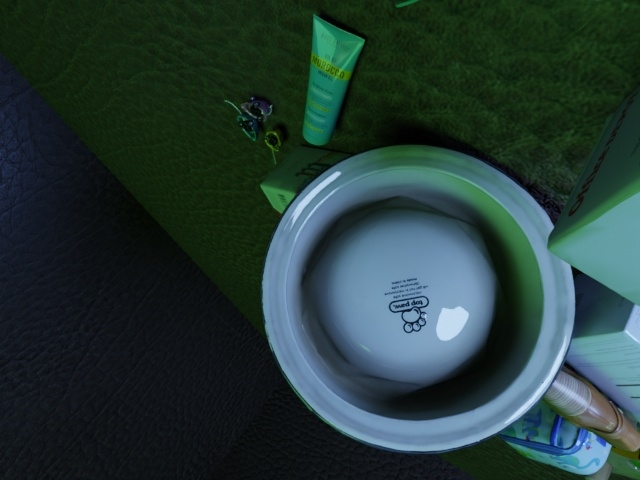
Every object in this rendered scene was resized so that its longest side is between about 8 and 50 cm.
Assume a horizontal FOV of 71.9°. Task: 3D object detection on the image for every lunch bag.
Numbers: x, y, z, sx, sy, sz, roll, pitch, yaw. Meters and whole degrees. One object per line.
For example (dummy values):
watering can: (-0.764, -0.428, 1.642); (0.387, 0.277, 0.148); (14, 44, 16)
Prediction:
lunch bag: (0.408, 0.264, 0.746); (0.090, 0.218, 0.176); (40, 157, -13)

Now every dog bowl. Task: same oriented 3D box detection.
dog bowl: (0.126, 0.075, 0.647); (0.408, 0.407, 0.150); (36, 174, 11)

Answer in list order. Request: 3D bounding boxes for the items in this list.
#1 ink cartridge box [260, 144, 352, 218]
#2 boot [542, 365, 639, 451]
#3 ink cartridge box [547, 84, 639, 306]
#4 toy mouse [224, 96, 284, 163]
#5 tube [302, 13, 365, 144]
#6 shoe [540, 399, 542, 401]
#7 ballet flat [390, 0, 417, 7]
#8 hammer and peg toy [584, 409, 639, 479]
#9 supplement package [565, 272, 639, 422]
ink cartridge box: (0.006, -0.085, 0.840); (0.176, 0.127, 0.128); (20, 150, 40)
boot: (0.346, 0.215, 0.642); (0.153, 0.072, 0.197); (35, -170, -3)
ink cartridge box: (0.302, -0.092, 0.269); (0.122, 0.211, 0.289); (34, 158, 10)
toy mouse: (-0.127, -0.243, 0.879); (0.143, 0.031, 0.161); (38, 157, 4)
tube: (0.010, -0.234, 0.675); (0.080, 0.052, 0.207); (27, 149, 6)
shoe: (0.325, 0.215, 0.778); (0.058, 0.076, 0.219); (43, 168, -22)
ballet flat: (0.133, -0.264, 0.396); (0.203, 0.074, 0.074); (17, 148, 47)
hammer and peg toy: (0.568, 0.350, 0.779); (0.266, 0.127, 0.361); (43, 157, -3)
supplement package: (0.454, 0.154, 0.574); (0.244, 0.139, 0.134); (40, 156, 1)
